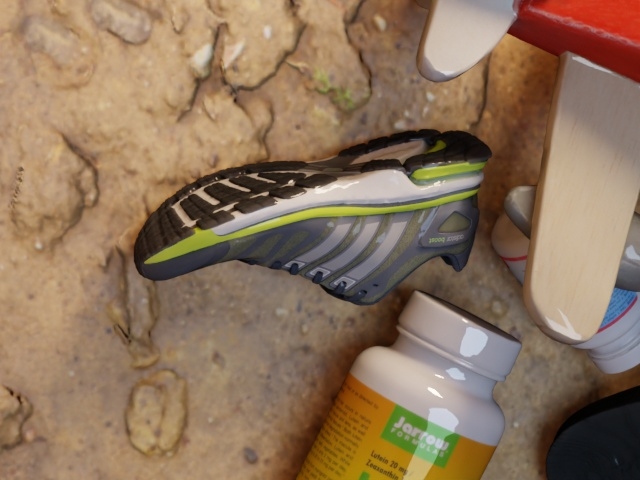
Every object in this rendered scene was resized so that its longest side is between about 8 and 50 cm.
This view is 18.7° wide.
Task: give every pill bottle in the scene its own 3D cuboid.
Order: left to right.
[{"bbox_3d":[0.067,0.171,1.594,0.136,0.136,0.245,25,94,-23],"label":"pill bottle"},{"bbox_3d":[0.220,0.034,1.641,0.087,0.087,0.160,-40,112,-6],"label":"pill bottle"}]

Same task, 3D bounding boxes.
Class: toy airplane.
[{"bbox_3d":[0.258,-0.154,1.542,0.386,0.272,0.384,-31,73,-1],"label":"toy airplane"}]

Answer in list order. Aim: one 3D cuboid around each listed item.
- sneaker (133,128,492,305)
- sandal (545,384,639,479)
[{"bbox_3d":[0.000,0.000,1.548,0.300,0.111,0.121,-12,110,-14],"label":"sneaker"},{"bbox_3d":[0.383,0.149,1.588,0.446,0.107,0.167,-32,101,29],"label":"sandal"}]
